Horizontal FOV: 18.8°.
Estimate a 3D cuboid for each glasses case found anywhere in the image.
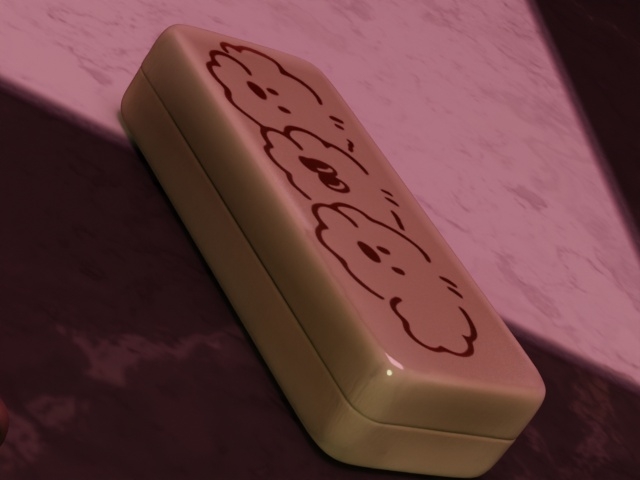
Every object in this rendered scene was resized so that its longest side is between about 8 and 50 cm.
[{"bbox_3d":[0.000,0.000,1.194,0.144,0.076,0.336,12,33,-42],"label":"glasses case"}]

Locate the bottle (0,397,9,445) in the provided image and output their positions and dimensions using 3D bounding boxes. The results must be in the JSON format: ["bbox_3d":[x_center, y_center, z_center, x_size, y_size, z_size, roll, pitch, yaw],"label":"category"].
[{"bbox_3d":[-0.195,0.046,0.884,0.053,0.053,0.140,2,40,-51],"label":"bottle"}]
